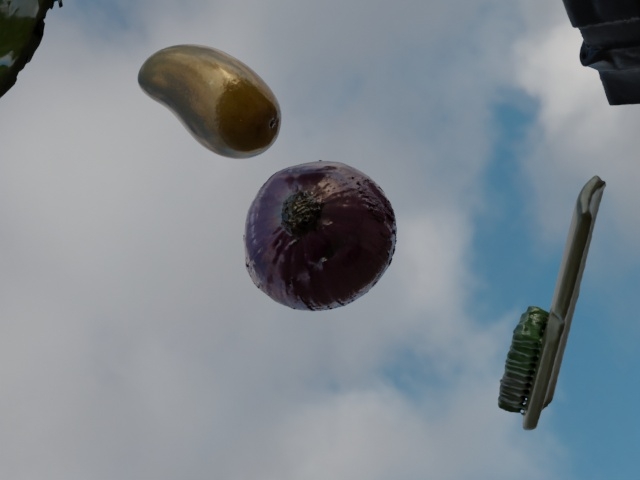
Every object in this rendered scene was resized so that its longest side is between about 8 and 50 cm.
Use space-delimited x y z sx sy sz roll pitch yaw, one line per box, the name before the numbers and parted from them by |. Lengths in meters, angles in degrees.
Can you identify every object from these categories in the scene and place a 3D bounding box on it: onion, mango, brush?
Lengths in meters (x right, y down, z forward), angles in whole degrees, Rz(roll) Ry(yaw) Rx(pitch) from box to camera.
onion | 0.000 0.000 0.824 0.115 0.115 0.104 -44 -27 -13
mango | -0.119 -0.157 1.263 0.085 0.184 0.102 5 -64 -61
brush | 0.195 0.059 0.983 0.282 0.048 0.054 93 -157 -46

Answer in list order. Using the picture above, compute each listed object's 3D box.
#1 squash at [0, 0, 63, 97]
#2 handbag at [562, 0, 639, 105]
squash | -0.304 -0.151 0.461 0.384 0.263 0.263 -16 -56 -65
handbag | 0.351 -0.282 1.184 0.325 0.269 0.118 57 -140 -43
